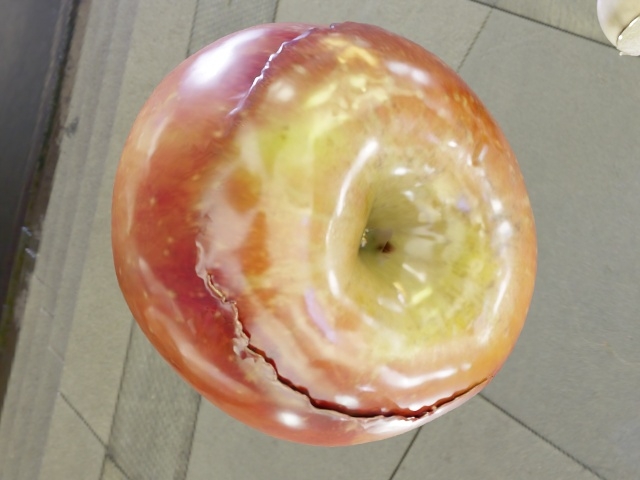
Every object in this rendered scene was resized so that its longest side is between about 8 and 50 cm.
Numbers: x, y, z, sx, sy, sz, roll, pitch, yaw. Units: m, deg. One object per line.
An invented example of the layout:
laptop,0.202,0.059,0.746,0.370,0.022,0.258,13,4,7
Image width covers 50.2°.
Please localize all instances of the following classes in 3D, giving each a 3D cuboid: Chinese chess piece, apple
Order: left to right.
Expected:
apple,0.000,0.000,0.445,0.206,0.272,0.251,-3,71,60
Chinese chess piece,0.294,-0.206,0.565,0.122,0.122,0.051,-23,74,26
